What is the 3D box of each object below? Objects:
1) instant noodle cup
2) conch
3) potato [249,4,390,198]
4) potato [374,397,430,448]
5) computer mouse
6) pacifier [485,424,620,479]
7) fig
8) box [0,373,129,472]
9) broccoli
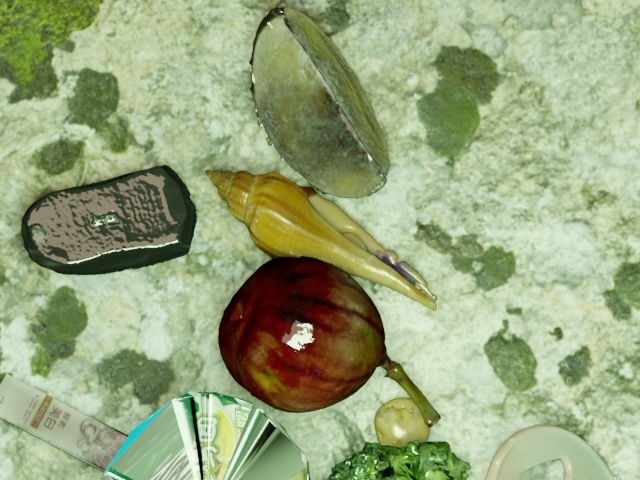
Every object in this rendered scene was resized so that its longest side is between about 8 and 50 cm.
[{"bbox_3d":[-0.119,0.301,1.738,0.240,0.178,0.240,-1,79,3],"label":"instant noodle cup"},{"bbox_3d":[-0.003,0.004,1.838,0.330,0.109,0.093,36,104,-2],"label":"conch"},{"bbox_3d":[-0.003,-0.164,1.884,0.120,0.100,0.261,-32,86,30],"label":"potato"},{"bbox_3d":[0.099,0.235,1.807,0.068,0.062,0.083,1,101,20],"label":"potato"},{"bbox_3d":[-0.263,-0.020,1.862,0.217,0.073,0.122,-12,81,-7],"label":"computer mouse"},{"bbox_3d":[0.302,0.368,1.691,0.273,0.220,0.332,-17,82,10],"label":"pacifier"},{"bbox_3d":[0.010,0.119,1.779,0.250,0.204,0.186,11,78,-25],"label":"fig"},{"bbox_3d":[-0.303,0.237,1.830,0.218,0.039,0.055,25,79,7],"label":"box"},{"bbox_3d":[0.084,0.327,1.705,0.176,0.226,0.198,-6,87,11],"label":"broccoli"}]
